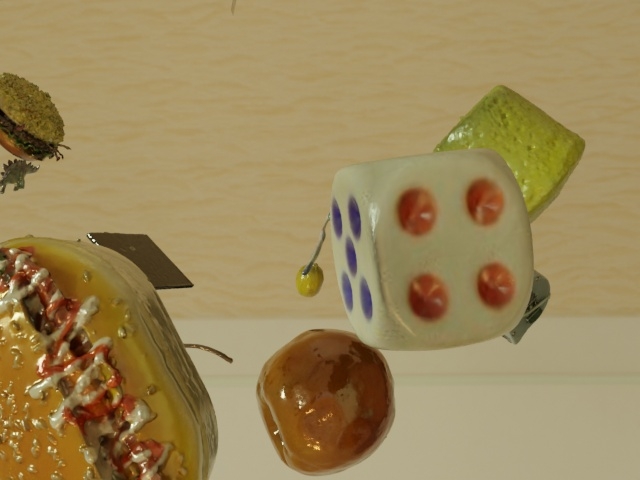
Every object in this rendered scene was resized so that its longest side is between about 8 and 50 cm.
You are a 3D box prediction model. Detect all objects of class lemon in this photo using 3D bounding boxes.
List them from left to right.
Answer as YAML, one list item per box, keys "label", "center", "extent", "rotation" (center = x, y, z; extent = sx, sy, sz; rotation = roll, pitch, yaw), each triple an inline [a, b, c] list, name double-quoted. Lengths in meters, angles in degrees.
- label: "lemon"
  center: [-0.030, 0.111, 2.371]
  extent: [0.082, 0.082, 0.110]
  rotation: [-91, 12, -64]

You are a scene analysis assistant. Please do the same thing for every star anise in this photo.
- label: "star anise"
  center: [-0.361, 0.266, 1.967]
  extent: [0.218, 0.227, 0.148]
  rotation: [0, -74, -47]

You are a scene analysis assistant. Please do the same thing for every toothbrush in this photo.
- label: "toothbrush"
  center: [0.000, 0.000, 2.281]
  extent: [0.021, 0.027, 0.269]
  rotation: [48, -137, -24]

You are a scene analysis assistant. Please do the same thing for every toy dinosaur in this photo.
- label: "toy dinosaur"
  center: [-0.787, -0.176, 2.177]
  extent: [0.209, 0.039, 0.082]
  rotation: [-55, -30, -71]

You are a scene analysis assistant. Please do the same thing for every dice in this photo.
- label: "dice"
  center: [0.175, 0.010, 1.394]
  extent: [0.304, 0.277, 0.304]
  rotation: [-176, 79, -76]

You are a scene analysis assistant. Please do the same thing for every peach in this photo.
- label: "peach"
  center: [0.022, 0.357, 1.891]
  extent: [0.343, 0.302, 0.343]
  rotation: [54, 154, 41]

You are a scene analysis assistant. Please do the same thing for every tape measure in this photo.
- label: "tape measure"
  center: [0.516, 0.156, 2.164]
  extent: [0.107, 0.182, 0.181]
  rotation: [38, 173, 42]

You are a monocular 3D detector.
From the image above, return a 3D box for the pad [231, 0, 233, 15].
- label: "pad"
  center: [-0.159, -0.556, 1.689]
  extent: [0.113, 0.006, 0.187]
  rotation: [-117, 40, -80]

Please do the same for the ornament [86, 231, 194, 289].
- label: "ornament"
  center: [-0.376, 0.101, 1.516]
  extent: [0.196, 0.166, 0.153]
  rotation: [-53, -25, 17]

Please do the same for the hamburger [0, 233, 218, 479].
- label: "hamburger"
  center: [-0.214, 0.139, 0.699]
  extent: [0.295, 0.227, 0.151]
  rotation: [60, -157, -1]

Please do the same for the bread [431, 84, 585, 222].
- label: "bread"
  center: [0.454, -0.193, 2.100]
  extent: [0.348, 0.308, 0.348]
  rotation: [-51, -4, -4]

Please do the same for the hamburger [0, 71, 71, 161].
- label: "hamburger"
  center: [-0.714, -0.297, 2.011]
  extent: [0.262, 0.139, 0.243]
  rotation: [44, -172, -24]
